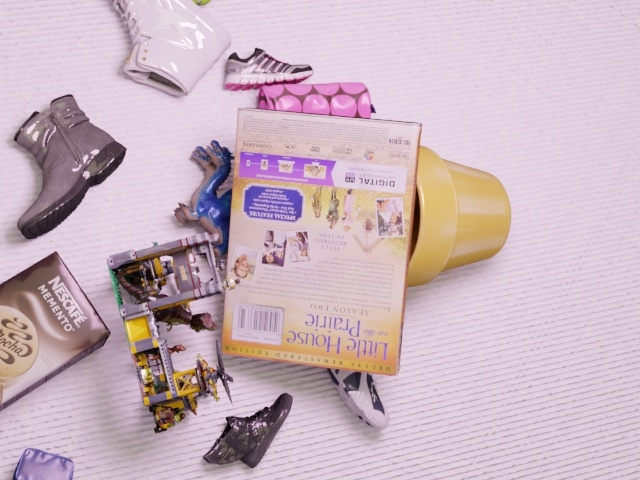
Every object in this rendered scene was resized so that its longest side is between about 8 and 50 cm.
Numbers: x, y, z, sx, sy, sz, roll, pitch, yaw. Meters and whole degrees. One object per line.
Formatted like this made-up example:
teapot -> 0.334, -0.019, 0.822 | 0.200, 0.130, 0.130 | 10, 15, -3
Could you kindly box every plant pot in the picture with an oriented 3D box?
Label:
plant pot -> 0.200, -0.043, 2.028 | 0.239, 0.254, 0.254 | 0, 76, -32

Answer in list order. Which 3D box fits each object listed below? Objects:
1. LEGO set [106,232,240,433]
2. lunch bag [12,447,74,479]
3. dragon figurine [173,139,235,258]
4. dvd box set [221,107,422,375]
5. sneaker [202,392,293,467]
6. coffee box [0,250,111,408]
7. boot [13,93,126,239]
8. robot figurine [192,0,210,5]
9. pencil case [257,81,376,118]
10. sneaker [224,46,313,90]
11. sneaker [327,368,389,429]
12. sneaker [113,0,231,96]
LEGO set -> -0.211, 0.131, 1.848 | 0.192, 0.255, 0.331 | -15, 73, -3
lunch bag -> -0.440, 0.380, 1.819 | 0.098, 0.065, 0.067 | 21, 56, -10
dragon figurine -> -0.158, -0.038, 1.992 | 0.144, 0.085, 0.289 | -34, 87, -21
dvd box set -> 0.000, 0.000, 1.889 | 0.307, 0.062, 0.420 | 5, 98, 11
sneaker -> -0.122, 0.318, 1.934 | 0.089, 0.051, 0.170 | 34, 73, -11
coffee box -> -0.508, 0.170, 1.820 | 0.297, 0.119, 0.168 | -34, 87, -21
boot -> -0.464, -0.127, 1.938 | 0.161, 0.083, 0.246 | 40, 64, 3
robot figurine -> -0.243, -0.468, 2.082 | 0.115, 0.067, 0.101 | 8, 55, -14
pencil case -> -0.009, -0.240, 2.087 | 0.209, 0.095, 0.098 | -4, 93, -15
sneaker -> -0.097, -0.321, 2.091 | 0.170, 0.063, 0.075 | -6, 85, -13
sneaker -> 0.083, 0.203, 1.999 | 0.153, 0.094, 0.235 | -35, 78, -12
sneaker -> -0.319, -0.382, 2.018 | 0.292, 0.108, 0.169 | 36, 67, -7
